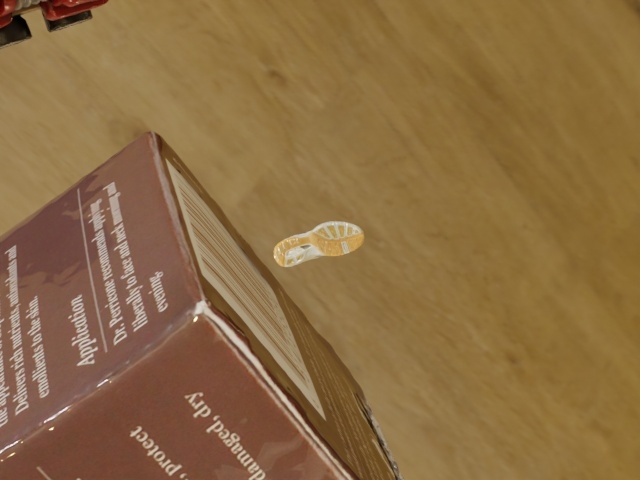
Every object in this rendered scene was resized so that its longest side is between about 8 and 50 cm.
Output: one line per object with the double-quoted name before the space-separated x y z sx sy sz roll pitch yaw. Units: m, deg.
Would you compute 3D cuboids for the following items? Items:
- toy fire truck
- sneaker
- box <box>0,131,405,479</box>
"toy fire truck" -0.330 -0.301 1.564 0.217 0.246 0.158 -23 100 -26
"sneaker" 0.000 0.000 1.275 0.083 0.037 0.032 -12 95 15
"box" -0.089 0.099 0.564 0.203 0.168 0.167 -35 118 5
